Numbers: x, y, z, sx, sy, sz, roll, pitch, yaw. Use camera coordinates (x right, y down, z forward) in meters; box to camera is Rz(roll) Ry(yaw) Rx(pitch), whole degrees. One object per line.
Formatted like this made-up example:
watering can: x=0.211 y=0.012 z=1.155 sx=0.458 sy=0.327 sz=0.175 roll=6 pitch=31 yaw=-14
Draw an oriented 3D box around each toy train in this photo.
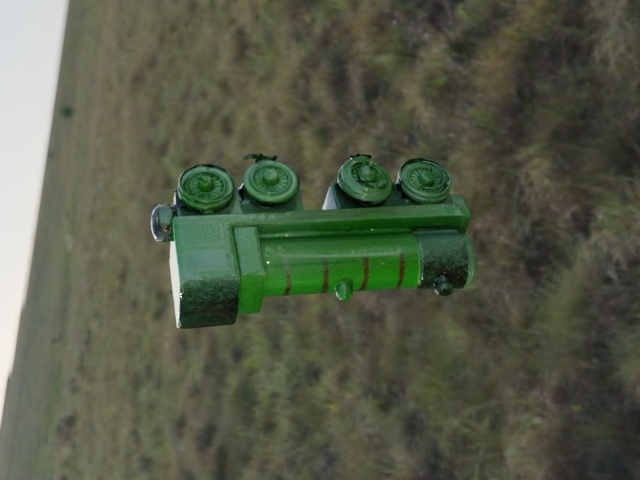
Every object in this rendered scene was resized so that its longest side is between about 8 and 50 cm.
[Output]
toy train: x=0.000 y=0.000 z=0.818 sx=0.085 sy=0.251 sz=0.119 roll=102 pitch=162 yaw=-49
